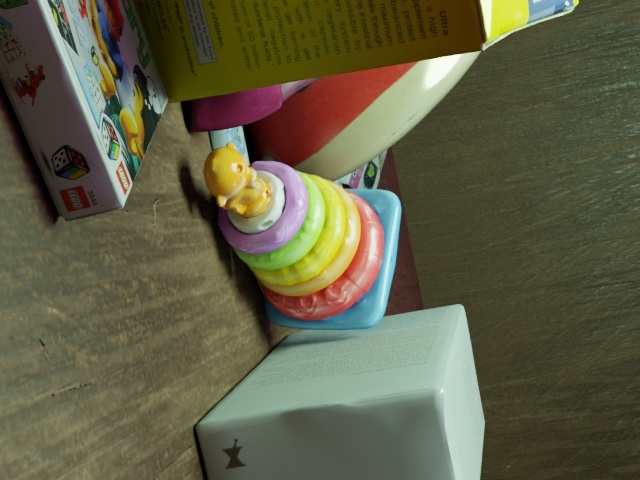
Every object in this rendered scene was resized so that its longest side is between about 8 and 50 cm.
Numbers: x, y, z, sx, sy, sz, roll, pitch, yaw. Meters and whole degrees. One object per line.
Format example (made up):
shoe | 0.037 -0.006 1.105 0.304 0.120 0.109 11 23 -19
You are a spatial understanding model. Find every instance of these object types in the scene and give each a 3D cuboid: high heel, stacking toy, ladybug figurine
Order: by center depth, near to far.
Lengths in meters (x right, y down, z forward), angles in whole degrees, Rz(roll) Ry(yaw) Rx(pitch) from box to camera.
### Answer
high heel | -0.135 -0.300 1.245 0.377 0.181 0.127 59 -13 18
stacking toy | -0.046 -0.022 1.253 0.302 0.165 0.175 38 58 -57
ladybug figurine | 0.056 -0.250 1.477 0.162 0.305 0.449 50 63 -27

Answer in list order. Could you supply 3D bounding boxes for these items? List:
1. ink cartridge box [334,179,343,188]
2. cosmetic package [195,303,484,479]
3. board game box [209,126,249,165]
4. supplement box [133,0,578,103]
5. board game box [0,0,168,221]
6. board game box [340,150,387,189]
ink cartridge box | 0.000 0.000 1.575 0.208 0.086 0.153 66 15 -47
cosmetic package | 0.048 0.195 1.230 0.453 0.230 0.162 -30 109 -78
board game box | -0.107 -0.123 1.319 0.090 0.020 0.090 -20 100 -80
supplement box | 0.001 -0.243 0.966 0.194 0.356 0.195 -31 112 -53
board game box | -0.194 -0.192 0.824 0.193 0.053 0.305 -85 160 -59
board game box | 0.062 -0.224 1.793 0.224 0.097 0.303 30 75 -78
